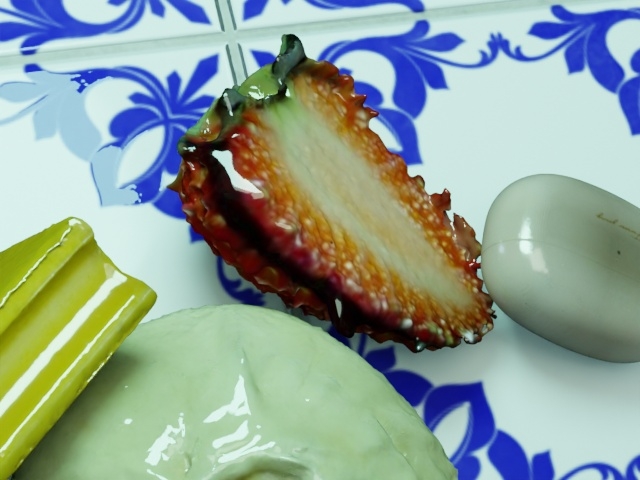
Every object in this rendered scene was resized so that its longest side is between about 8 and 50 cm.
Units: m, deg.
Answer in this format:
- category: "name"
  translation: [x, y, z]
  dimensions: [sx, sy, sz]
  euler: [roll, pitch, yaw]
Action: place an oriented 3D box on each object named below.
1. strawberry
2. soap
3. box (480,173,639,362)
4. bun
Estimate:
- category: "strawberry"
  translation: [0.000, 0.000, 1.528]
  dimensions: [0.306, 0.138, 0.233]
  euler: [51, 38, -11]
- category: "soap"
  translation: [-0.280, 0.137, 1.338]
  dimensions: [0.096, 0.204, 0.324]
  euler: [46, 58, -13]
- category: "box"
  translation: [0.227, 0.025, 1.575]
  dimensions: [0.200, 0.088, 0.146]
  euler: [23, 58, -23]
- category: "bun"
  translation: [-0.057, 0.213, 1.393]
  dimensions: [0.364, 0.202, 0.364]
  euler: [4, 68, -9]
